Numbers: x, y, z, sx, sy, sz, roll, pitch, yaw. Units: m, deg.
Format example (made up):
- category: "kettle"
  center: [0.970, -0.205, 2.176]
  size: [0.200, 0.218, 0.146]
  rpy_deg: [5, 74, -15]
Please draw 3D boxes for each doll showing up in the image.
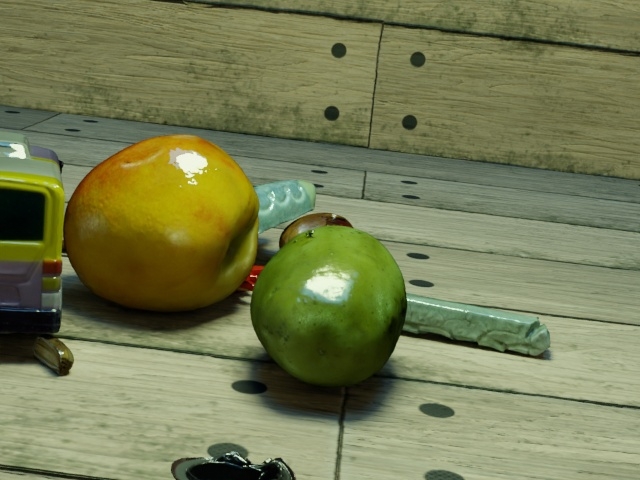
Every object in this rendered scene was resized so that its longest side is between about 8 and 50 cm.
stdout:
- category: "doll"
  center: [-0.176, 0.056, 1.814]
  size: [0.169, 0.057, 0.109]
  rpy_deg: [10, 17, 10]

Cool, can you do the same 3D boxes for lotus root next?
- category: "lotus root"
  center: [-0.351, 0.147, 1.423]
  size: [0.030, 0.037, 0.083]
  rpy_deg: [-1, 15, -42]

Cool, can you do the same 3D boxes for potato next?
- category: "potato"
  center: [0.014, 0.092, 1.475]
  size: [0.216, 0.215, 0.304]
  rpy_deg: [6, 26, 0]

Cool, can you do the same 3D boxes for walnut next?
- category: "walnut"
  center: [0.000, 0.000, 2.017]
  size: [0.116, 0.115, 0.207]
  rpy_deg: [14, 15, 29]

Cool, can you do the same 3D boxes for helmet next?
- category: "helmet"
  center: [-0.085, 0.255, 1.052]
  size: [0.123, 0.070, 0.098]
  rpy_deg: [1, 7, 8]

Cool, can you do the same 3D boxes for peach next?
- category: "peach"
  center: [-0.258, -0.027, 1.678]
  size: [0.308, 0.288, 0.289]
  rpy_deg: [15, 16, 16]

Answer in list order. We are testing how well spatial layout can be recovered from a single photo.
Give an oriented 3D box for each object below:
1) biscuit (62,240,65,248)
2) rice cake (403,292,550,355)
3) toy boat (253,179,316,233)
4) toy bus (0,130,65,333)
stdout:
- category: "biscuit"
  center: [-0.411, -0.009, 2.015]
  size: [0.260, 0.041, 0.203]
  rpy_deg: [10, 12, 10]
- category: "rice cake"
  center: [0.197, 0.124, 1.705]
  size: [0.336, 0.063, 0.066]
  rpy_deg: [9, 14, 12]
- category: "toy boat"
  center: [-0.165, -0.058, 1.984]
  size: [0.330, 0.123, 0.215]
  rpy_deg: [-23, 6, -41]
- category: "toy bus"
  center: [-0.485, -0.023, 1.578]
  size: [0.209, 0.249, 0.440]
  rpy_deg: [3, 10, -15]
